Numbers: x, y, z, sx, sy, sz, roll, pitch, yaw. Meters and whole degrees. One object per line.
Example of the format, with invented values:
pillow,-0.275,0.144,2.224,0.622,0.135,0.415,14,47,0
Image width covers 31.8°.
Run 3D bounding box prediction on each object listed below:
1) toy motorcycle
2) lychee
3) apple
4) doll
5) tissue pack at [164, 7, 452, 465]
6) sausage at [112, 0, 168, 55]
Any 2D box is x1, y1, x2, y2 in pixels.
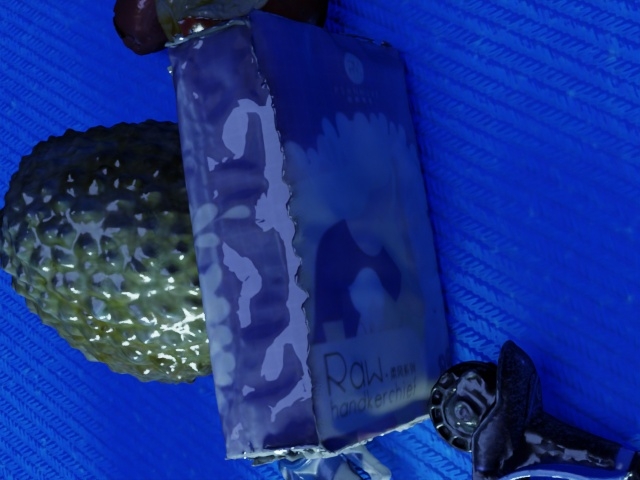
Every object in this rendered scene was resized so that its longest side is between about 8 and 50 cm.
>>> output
toy motorcycle,0.196,0.257,0.894,0.213,0.125,0.358,-4,92,26
lychee,-0.164,0.010,1.045,0.255,0.274,0.255,-13,74,52
apple,-0.076,-0.233,1.044,0.156,0.147,0.158,-34,54,41
doll,0.009,0.214,1.055,0.114,0.057,0.227,-43,77,34
tissue pack,0.000,0.000,0.939,0.125,0.242,0.343,-13,85,30
sausage,-0.161,-0.256,1.143,0.076,0.076,0.141,47,116,24
